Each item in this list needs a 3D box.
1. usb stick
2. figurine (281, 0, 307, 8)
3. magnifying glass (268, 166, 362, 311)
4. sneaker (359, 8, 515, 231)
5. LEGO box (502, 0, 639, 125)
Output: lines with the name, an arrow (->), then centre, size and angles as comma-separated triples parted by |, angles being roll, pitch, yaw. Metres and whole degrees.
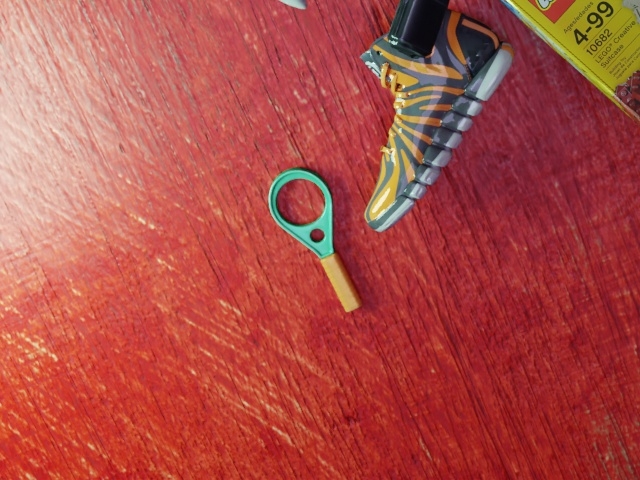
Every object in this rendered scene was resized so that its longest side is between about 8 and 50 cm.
usb stick -> 0.157, -0.375, 1.741 | 0.077, 0.045, 0.278 | 16, 94, -45
figurine -> -0.096, -0.425, 1.788 | 0.209, 0.092, 0.215 | 10, 108, -2
magnifying glass -> 0.000, 0.000, 1.949 | 0.092, 0.026, 0.231 | -25, 105, 9
sneaker -> 0.114, -0.180, 1.851 | 0.180, 0.124, 0.321 | 32, 95, -3
LEGO box -> 0.506, -0.381, 1.632 | 0.500, 0.193, 0.372 | -48, 71, 10
